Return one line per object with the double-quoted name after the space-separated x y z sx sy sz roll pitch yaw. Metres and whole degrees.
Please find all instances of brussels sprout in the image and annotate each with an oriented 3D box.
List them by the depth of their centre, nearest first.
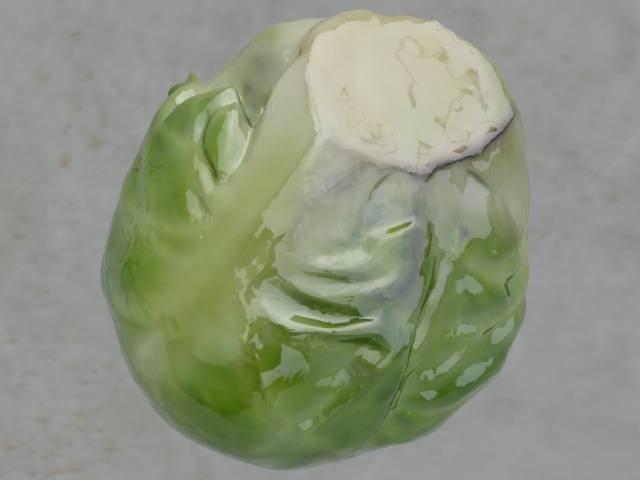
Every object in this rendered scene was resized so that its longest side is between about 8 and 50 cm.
0.000 0.000 0.993 0.244 0.244 0.244 3 82 -26 "brussels sprout"
